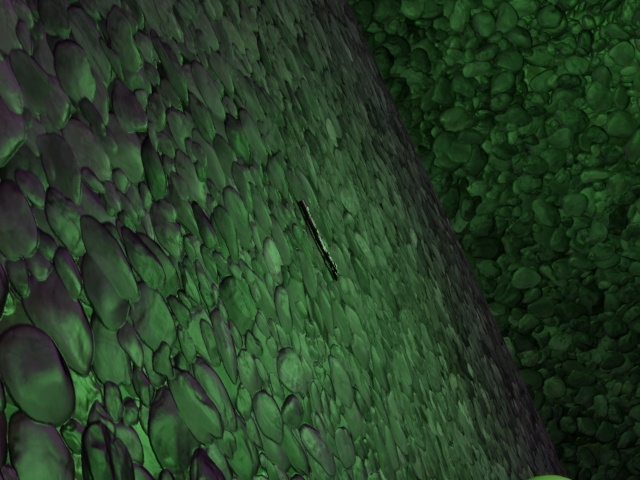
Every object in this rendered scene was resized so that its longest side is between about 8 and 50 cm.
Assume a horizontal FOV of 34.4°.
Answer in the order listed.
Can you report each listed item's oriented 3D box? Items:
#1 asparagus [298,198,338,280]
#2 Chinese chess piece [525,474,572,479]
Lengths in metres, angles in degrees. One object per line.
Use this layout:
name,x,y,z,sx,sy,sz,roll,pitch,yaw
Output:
asparagus,0.000,0.000,1.866,0.163,0.016,0.016,64,-4,-10
Chinese chess piece,0.487,0.665,2.172,0.338,0.140,0.338,-5,90,-88
